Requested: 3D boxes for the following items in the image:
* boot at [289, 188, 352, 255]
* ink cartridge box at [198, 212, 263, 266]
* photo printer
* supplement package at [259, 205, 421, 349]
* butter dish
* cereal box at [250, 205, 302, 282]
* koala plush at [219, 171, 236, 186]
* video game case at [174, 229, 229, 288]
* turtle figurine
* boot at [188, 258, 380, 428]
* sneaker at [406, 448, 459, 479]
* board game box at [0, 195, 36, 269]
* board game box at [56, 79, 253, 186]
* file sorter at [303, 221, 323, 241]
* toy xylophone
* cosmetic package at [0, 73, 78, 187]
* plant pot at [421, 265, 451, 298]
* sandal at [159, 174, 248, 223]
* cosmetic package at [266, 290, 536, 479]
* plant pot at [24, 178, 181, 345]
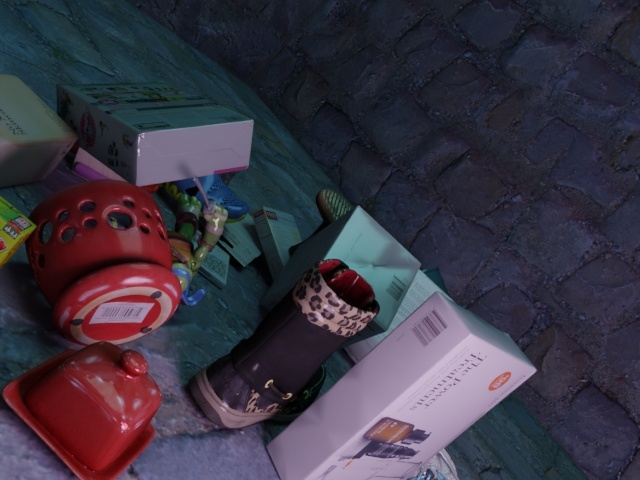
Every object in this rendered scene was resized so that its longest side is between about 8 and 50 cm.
[{"bbox_3d":[0.000,0.000,1.567,0.248,0.206,0.090,55,39,-25],"label":"boot"},{"bbox_3d":[-0.223,-0.016,1.614,0.181,0.056,0.225,45,24,-1],"label":"ink cartridge box"},{"bbox_3d":[0.211,0.235,1.676,0.256,0.307,0.107,42,-30,-1],"label":"photo printer"},{"bbox_3d":[0.040,0.097,1.427,0.198,0.262,0.199,42,54,-11],"label":"supplement package"},{"bbox_3d":[-0.248,0.175,0.753,0.160,0.118,0.160,46,12,2],"label":"butter dish"},{"bbox_3d":[-0.088,0.037,1.666,0.173,0.047,0.240,16,52,-65],"label":"cereal box"},{"bbox_3d":[-0.301,-0.245,1.802,0.196,0.203,0.221,42,1,-14],"label":"koala plush"},{"bbox_3d":[-0.260,0.025,1.408,0.143,0.019,0.157,41,13,-18],"label":"video game case"},{"bbox_3d":[-0.275,-0.042,1.144,0.275,0.197,0.266,53,0,-26],"label":"turtle figurine"},{"bbox_3d":[-0.020,0.171,1.092,0.138,0.284,0.377,50,15,23],"label":"boot"},{"bbox_3d":[0.231,0.495,1.263,0.283,0.110,0.122,45,16,4],"label":"sneaker"},{"bbox_3d":[-0.465,-0.041,0.815,0.181,0.092,0.043,42,12,-10],"label":"board game box"},{"bbox_3d":[-0.301,-0.203,1.156,0.224,0.098,0.303,-14,34,-41],"label":"board game box"},{"bbox_3d":[0.055,0.070,1.902,0.193,0.173,0.278,40,14,-17],"label":"file sorter"},{"bbox_3d":[-0.361,-0.206,1.351,0.236,0.081,0.323,33,39,1],"label":"toy xylophone"},{"bbox_3d":[-0.525,-0.166,0.982,0.160,0.113,0.309,44,12,-4],"label":"cosmetic package"},{"bbox_3d":[0.285,0.250,1.896,0.255,0.271,0.271,63,17,14],"label":"plant pot"},{"bbox_3d":[-0.298,-0.158,1.514,0.317,0.138,0.126,35,15,-1],"label":"sandal"},{"bbox_3d":[0.141,0.273,1.060,0.284,0.377,0.097,28,22,-50],"label":"cosmetic package"},{"bbox_3d":[-0.295,0.041,0.893,0.191,0.191,0.174,27,31,-53],"label":"plant pot"}]
